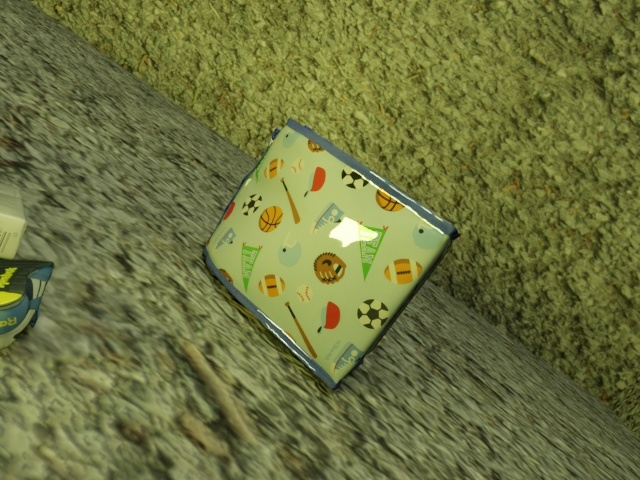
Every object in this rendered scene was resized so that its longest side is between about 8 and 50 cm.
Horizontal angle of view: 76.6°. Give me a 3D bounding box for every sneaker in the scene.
[{"bbox_3d":[-0.309,0.056,0.407,0.053,0.059,0.144,1,15,-19],"label":"sneaker"}]

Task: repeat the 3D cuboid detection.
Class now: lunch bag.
[{"bbox_3d":[0.000,0.000,0.746,0.385,0.327,0.239,37,8,18],"label":"lunch bag"}]

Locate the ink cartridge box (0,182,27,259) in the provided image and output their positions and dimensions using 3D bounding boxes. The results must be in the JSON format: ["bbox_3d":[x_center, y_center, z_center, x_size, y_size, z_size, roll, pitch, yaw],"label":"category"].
[{"bbox_3d":[-0.461,-0.054,0.476,0.181,0.056,0.225,23,-1,-41],"label":"ink cartridge box"}]
